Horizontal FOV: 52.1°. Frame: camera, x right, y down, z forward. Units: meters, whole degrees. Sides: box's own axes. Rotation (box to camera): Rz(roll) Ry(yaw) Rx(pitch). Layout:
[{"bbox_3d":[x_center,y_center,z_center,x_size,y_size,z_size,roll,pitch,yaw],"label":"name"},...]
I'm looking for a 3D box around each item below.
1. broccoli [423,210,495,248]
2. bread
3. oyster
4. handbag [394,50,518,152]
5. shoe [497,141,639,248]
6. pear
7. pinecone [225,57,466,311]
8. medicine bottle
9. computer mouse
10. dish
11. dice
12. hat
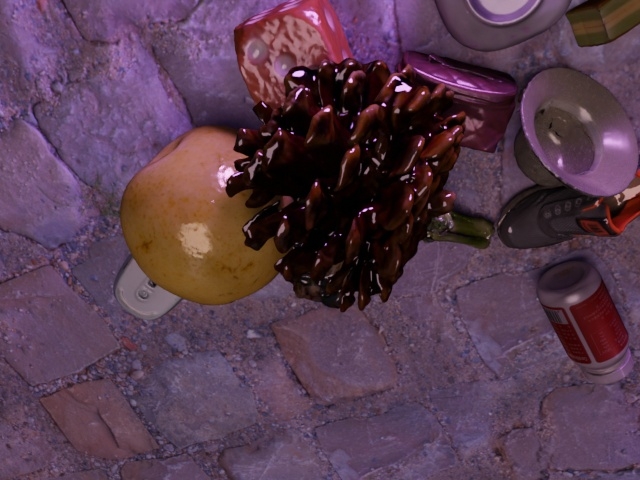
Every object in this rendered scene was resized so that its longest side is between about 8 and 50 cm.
[{"bbox_3d":[0.227,-0.052,1.276,0.275,0.198,0.177,10,75,-2],"label":"broccoli"},{"bbox_3d":[0.512,-0.401,1.127,0.139,0.084,0.074,-35,109,-7],"label":"bread"},{"bbox_3d":[0.006,-0.008,1.393,0.221,0.096,0.361,17,122,-7],"label":"oyster"},{"bbox_3d":[0.237,-0.256,1.181,0.225,0.146,0.135,16,123,4],"label":"handbag"},{"bbox_3d":[0.500,-0.049,1.229,0.336,0.171,0.132,-28,110,22],"label":"shoe"},{"bbox_3d":[-0.212,-0.046,1.265,0.348,0.348,0.348,4,119,8],"label":"pear"},{"bbox_3d":[0.035,-0.091,1.031,0.398,0.398,0.397,4,119,8],"label":"pinecone"},{"bbox_3d":[0.554,0.171,1.362,0.131,0.131,0.250,-25,112,22],"label":"medicine bottle"},{"bbox_3d":[-0.357,0.062,1.495,0.159,0.097,0.288,38,106,-10],"label":"computer mouse"},{"bbox_3d":[0.302,-0.433,1.089,0.256,0.117,0.256,5,118,9],"label":"dish"},{"bbox_3d":[-0.043,-0.335,1.176,0.174,0.175,0.179,-13,111,17],"label":"dice"},{"bbox_3d":[0.428,-0.170,1.183,0.257,0.257,0.130,34,150,-8],"label":"hat"}]
